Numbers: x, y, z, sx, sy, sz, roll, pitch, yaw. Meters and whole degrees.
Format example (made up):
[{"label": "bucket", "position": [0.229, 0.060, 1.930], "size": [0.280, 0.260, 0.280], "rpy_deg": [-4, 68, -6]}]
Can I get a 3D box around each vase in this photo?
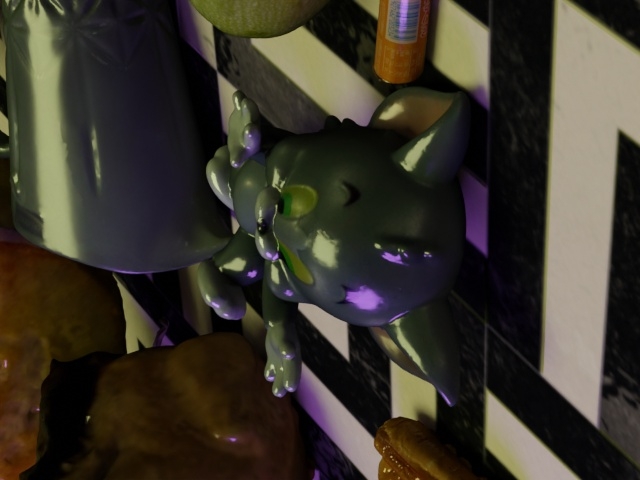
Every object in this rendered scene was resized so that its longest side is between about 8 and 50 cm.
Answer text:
[{"label": "vase", "position": [-0.182, -0.141, 1.468], "size": [0.251, 0.156, 0.301], "rpy_deg": [10, 119, 30]}]

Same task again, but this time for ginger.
[{"label": "ginger", "position": [-0.119, 0.210, 1.555], "size": [0.200, 0.223, 0.269], "rpy_deg": [78, -165, -48]}]

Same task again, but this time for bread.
[{"label": "bread", "position": [-0.345, 0.089, 1.621], "size": [0.215, 0.398, 0.398], "rpy_deg": [33, 141, 42]}]

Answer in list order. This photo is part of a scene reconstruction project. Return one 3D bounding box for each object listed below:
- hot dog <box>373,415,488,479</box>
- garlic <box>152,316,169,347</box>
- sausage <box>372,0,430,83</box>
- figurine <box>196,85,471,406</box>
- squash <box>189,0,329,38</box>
[{"label": "hot dog", "position": [0.091, 0.179, 1.317], "size": [0.165, 0.045, 0.071], "rpy_deg": [40, 144, 46]}, {"label": "garlic", "position": [-0.157, 0.195, 1.794], "size": [0.257, 0.207, 0.207], "rpy_deg": [-47, 64, 28]}, {"label": "sausage", "position": [0.048, -0.136, 1.117], "size": [0.031, 0.031, 0.107], "rpy_deg": [50, 151, 33]}, {"label": "figurine", "position": [0.003, 0.000, 1.223], "size": [0.265, 0.140, 0.193], "rpy_deg": [-164, 76, -77]}, {"label": "squash", "position": [-0.037, -0.189, 1.141], "size": [0.123, 0.123, 0.187], "rpy_deg": [53, 154, 28]}]
